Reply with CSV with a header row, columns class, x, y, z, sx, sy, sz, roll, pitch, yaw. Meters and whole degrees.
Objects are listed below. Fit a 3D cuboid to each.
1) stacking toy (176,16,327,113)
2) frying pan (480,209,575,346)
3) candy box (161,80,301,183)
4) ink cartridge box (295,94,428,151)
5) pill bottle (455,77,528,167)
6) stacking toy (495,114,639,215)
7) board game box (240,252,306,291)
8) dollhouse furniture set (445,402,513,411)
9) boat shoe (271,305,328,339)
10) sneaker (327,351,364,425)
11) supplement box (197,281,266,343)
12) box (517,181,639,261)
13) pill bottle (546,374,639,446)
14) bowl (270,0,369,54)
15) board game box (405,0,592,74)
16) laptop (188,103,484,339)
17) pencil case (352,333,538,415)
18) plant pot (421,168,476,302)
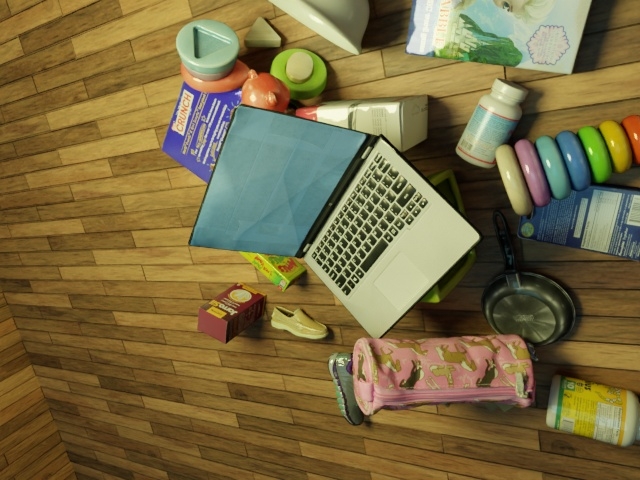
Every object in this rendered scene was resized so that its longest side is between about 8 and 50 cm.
class,x,y,z,sx,sy,sz,roll,pitch,yaw
stacking toy,-0.135,-0.391,1.075,0.309,0.279,0.130,42,156,10
frying pan,0.448,0.104,1.073,0.197,0.053,0.327,13,125,26
candy box,-0.202,-0.256,1.227,0.317,0.122,0.268,36,122,7
ink cartridge box,0.094,-0.250,1.077,0.237,0.172,0.100,5,112,29
pill bottle,0.340,-0.231,0.992,0.087,0.087,0.160,31,122,16
stacking toy,0.495,-0.160,0.894,0.330,0.141,0.141,-20,99,23
board game box,-0.136,0.051,1.384,0.181,0.092,0.043,40,123,10
dollhouse furniture set,0.352,0.394,1.231,0.161,0.101,0.182,43,125,8
boat shoe,-0.062,0.230,1.434,0.189,0.068,0.072,9,102,28
sneaker,0.097,0.418,1.406,0.098,0.083,0.224,-15,101,29
supplement box,-0.256,0.207,1.459,0.104,0.188,0.081,22,119,21
box,0.518,-0.050,0.991,0.225,0.036,0.137,13,115,27
pill bottle,0.599,0.365,1.064,0.208,0.117,0.118,8,113,28
bowl,-0.010,-0.505,0.989,0.297,0.298,0.134,37,105,13
board game box,0.333,-0.485,0.905,0.317,0.066,0.319,16,117,24
laptop,0.000,0.000,0.949,0.408,0.236,0.382,48,137,15
pencil case,0.254,0.280,1.056,0.385,0.160,0.167,1,156,-9
plant pot,0.186,-0.006,1.100,0.207,0.227,0.229,-10,105,40
